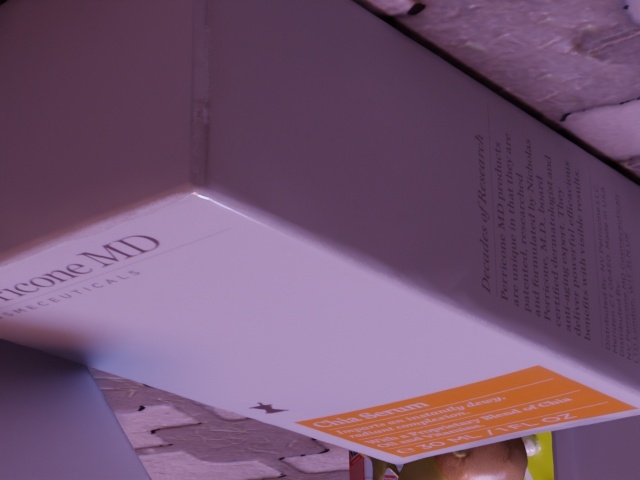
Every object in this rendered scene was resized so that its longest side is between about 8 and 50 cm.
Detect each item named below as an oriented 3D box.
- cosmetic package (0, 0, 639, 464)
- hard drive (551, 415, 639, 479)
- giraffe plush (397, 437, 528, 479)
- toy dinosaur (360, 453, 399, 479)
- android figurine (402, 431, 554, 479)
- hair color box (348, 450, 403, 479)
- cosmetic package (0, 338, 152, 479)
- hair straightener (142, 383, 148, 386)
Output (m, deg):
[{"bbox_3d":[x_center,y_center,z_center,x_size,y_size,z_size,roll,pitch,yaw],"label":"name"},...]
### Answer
[{"bbox_3d":[0.000,0.000,0.954,0.230,0.161,0.453,-18,152,36],"label":"cosmetic package"},{"bbox_3d":[0.284,0.192,1.178,0.233,0.353,0.047,7,157,-18],"label":"hard drive"},{"bbox_3d":[0.100,0.151,1.240,0.181,0.170,0.210,4,135,-6],"label":"giraffe plush"},{"bbox_3d":[0.050,0.189,1.495,0.053,0.092,0.183,-32,-175,6],"label":"toy dinosaur"},{"bbox_3d":[0.176,0.215,1.415,0.056,0.248,0.273,-23,175,-34],"label":"android figurine"},{"bbox_3d":[0.081,0.280,1.634,0.093,0.167,0.053,6,156,-17],"label":"hair color box"},{"bbox_3d":[-0.324,0.228,0.993,0.327,0.329,0.393,-12,135,-29],"label":"cosmetic package"},{"bbox_3d":[-0.069,0.110,1.393,0.230,0.047,0.089,14,154,-22],"label":"hair straightener"}]
